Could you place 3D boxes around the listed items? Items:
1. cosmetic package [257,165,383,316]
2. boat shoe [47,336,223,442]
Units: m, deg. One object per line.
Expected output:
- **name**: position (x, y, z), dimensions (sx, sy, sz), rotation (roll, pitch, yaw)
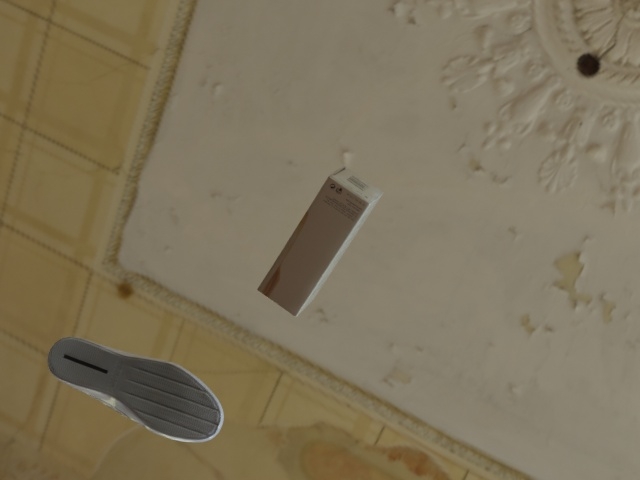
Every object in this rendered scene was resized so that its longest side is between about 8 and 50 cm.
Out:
- **cosmetic package**: position (0.000, 0.000, 0.852), dimensions (0.041, 0.060, 0.115), rotation (35, -73, 5)
- **boat shoe**: position (-0.216, 0.175, 1.264), dimensions (0.226, 0.076, 0.083), rotation (26, -102, 8)
